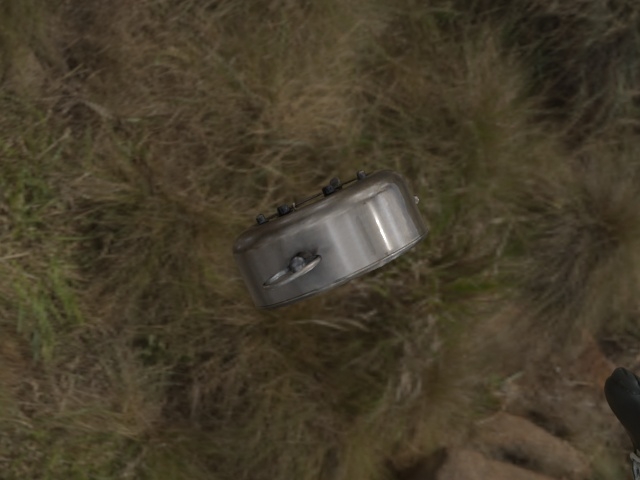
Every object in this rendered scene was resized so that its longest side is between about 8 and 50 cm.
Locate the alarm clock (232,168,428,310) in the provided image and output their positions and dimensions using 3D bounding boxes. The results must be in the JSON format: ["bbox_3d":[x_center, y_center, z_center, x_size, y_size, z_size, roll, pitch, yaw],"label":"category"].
[{"bbox_3d":[0.000,0.000,0.700,0.064,0.129,0.192,65,17,-8],"label":"alarm clock"}]

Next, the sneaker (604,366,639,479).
[{"bbox_3d":[0.360,0.285,1.048,0.146,0.122,0.331,-36,91,9],"label":"sneaker"}]
